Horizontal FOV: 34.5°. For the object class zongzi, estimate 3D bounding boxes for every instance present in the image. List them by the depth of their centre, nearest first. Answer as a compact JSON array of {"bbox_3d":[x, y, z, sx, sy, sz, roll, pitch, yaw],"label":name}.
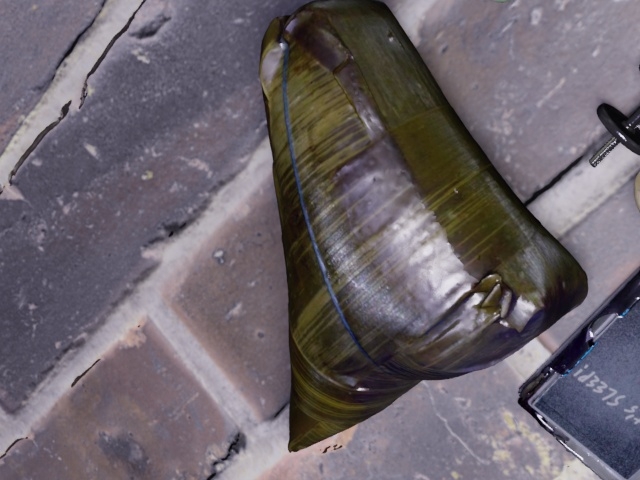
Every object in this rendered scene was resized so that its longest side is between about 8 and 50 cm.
[{"bbox_3d":[0.000,0.000,1.091,0.432,0.208,0.403,-38,81,40],"label":"zongzi"}]

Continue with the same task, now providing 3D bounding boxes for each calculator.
[{"bbox_3d":[0.339,0.131,1.049,0.166,0.028,0.274,41,119,6],"label":"calculator"}]

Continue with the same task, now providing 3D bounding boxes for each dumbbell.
[{"bbox_3d":[0.306,-0.123,0.967,0.069,0.069,0.147,45,118,7],"label":"dumbbell"}]

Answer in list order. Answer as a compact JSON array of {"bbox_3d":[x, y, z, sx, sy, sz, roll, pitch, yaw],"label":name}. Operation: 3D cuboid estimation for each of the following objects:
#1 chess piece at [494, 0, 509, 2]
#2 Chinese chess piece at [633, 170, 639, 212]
[{"bbox_3d":[0.282,-0.265,0.884,0.299,0.194,0.194,22,113,9],"label":"chess piece"},{"bbox_3d":[0.347,-0.053,0.938,0.122,0.122,0.051,-19,111,28],"label":"Chinese chess piece"}]
